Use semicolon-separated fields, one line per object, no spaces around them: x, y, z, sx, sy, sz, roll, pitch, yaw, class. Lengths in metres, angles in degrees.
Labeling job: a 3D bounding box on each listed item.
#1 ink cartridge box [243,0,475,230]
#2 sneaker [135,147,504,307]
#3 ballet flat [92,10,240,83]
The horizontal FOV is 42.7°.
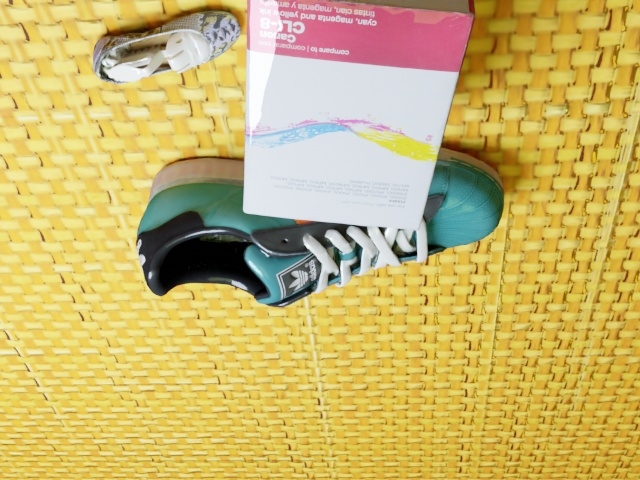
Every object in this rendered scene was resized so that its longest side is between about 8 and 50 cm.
0.018;-0.112;0.538;0.127;0.128;0.176;5;137;-2;ink cartridge box
0.000;0.000;0.667;0.302;0.121;0.108;-3;137;7;sneaker
-0.112;-0.134;0.589;0.114;0.041;0.041;-10;136;13;ballet flat
